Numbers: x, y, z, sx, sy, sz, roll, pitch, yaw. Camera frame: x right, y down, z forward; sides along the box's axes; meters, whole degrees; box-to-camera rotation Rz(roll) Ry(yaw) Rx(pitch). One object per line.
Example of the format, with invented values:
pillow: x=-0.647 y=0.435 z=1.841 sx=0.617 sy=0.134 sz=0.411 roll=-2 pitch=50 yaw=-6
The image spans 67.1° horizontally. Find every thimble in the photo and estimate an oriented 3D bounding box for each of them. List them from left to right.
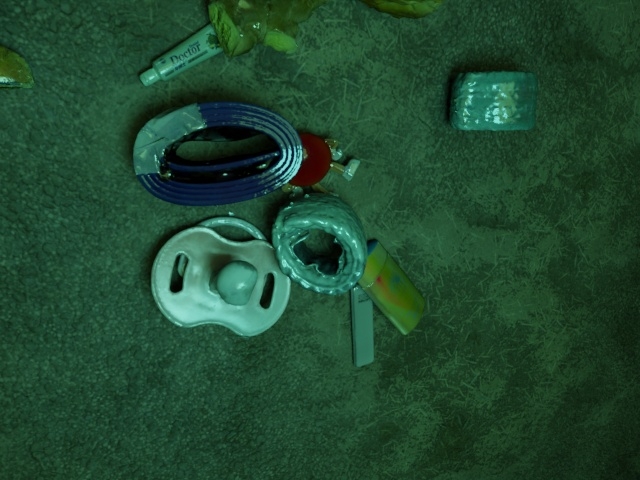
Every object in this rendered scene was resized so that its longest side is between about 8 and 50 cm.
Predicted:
thimble: x=0.000 y=0.000 z=1.145 sx=0.250 sy=0.172 sz=0.205 roll=40 pitch=115 yaw=-10
thimble: x=0.432 y=-0.351 z=1.217 sx=0.234 sy=0.198 sz=0.143 roll=-9 pitch=107 yaw=-24

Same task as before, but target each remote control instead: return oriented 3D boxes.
remote control: x=0.118 y=0.239 z=1.372 sx=0.067 sy=0.029 sz=0.261 roll=-13 pitch=112 yaw=-25

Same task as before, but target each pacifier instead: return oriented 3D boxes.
pacifier: x=-0.214 y=0.094 z=1.106 sx=0.331 sy=0.273 sz=0.221 roll=14 pitch=117 yaw=-23

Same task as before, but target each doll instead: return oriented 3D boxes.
doll: x=-0.026 y=-0.176 z=1.164 sx=0.217 sy=0.085 sz=0.183 roll=27 pitch=106 yaw=-32

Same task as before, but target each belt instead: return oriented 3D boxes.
belt: x=-0.211 y=-0.187 z=1.028 sx=0.346 sy=0.117 sz=0.213 roll=-7 pitch=106 yaw=-2

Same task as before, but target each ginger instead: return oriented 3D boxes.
ginger: x=-0.109 y=-0.500 z=1.019 sx=0.270 sy=0.123 sz=0.219 roll=-25 pitch=97 yaw=-32

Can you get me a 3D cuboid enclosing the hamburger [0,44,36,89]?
hamburger: x=-0.634 y=-0.329 z=0.888 sx=0.175 sy=0.087 sz=0.102 roll=-8 pitch=110 yaw=-16

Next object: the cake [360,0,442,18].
cake: x=0.147 y=-0.658 z=0.972 sx=0.313 sy=0.293 sz=0.307 roll=11 pitch=104 yaw=-29

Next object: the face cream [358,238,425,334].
face cream: x=0.183 y=0.122 z=1.325 sx=0.285 sy=0.067 sz=0.139 roll=49 pitch=55 yaw=-25

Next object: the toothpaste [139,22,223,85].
toothpaste: x=-0.273 y=-0.405 z=1.030 sx=0.255 sy=0.037 sz=0.067 roll=-36 pitch=110 yaw=-12
